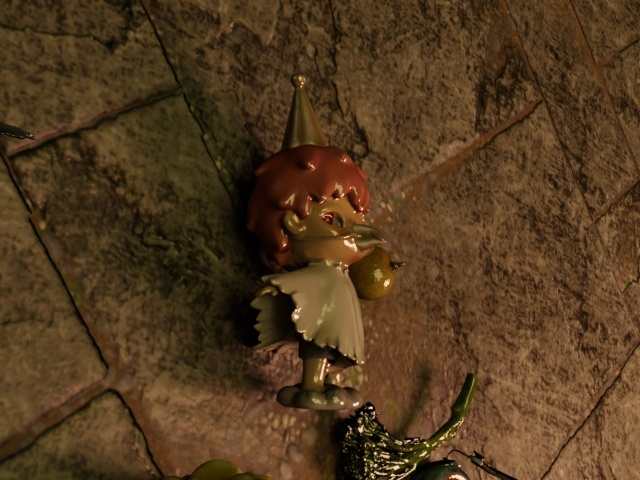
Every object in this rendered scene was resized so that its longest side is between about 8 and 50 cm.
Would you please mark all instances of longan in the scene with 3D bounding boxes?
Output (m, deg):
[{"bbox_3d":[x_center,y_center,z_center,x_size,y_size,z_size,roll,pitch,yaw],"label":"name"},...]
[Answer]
[{"bbox_3d":[0.069,0.041,1.098,0.075,0.083,0.075,-13,90,-83],"label":"longan"}]

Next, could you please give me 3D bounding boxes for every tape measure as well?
[{"bbox_3d":[0.208,0.343,1.093,0.107,0.180,0.104,-44,125,-42],"label":"tape measure"}]

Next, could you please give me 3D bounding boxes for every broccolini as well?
[{"bbox_3d":[0.116,0.229,1.105,0.272,0.062,0.123,-31,116,-38],"label":"broccolini"}]

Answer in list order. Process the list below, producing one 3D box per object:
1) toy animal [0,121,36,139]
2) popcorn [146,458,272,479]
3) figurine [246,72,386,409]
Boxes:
[{"bbox_3d":[-0.353,-0.084,0.717,0.220,0.108,0.062,-11,92,-42],"label":"toy animal"},{"bbox_3d":[-0.113,0.327,0.776,0.251,0.206,0.236,-50,128,-27],"label":"popcorn"},{"bbox_3d":[0.000,0.000,0.987,0.207,0.166,0.386,19,69,-57],"label":"figurine"}]
